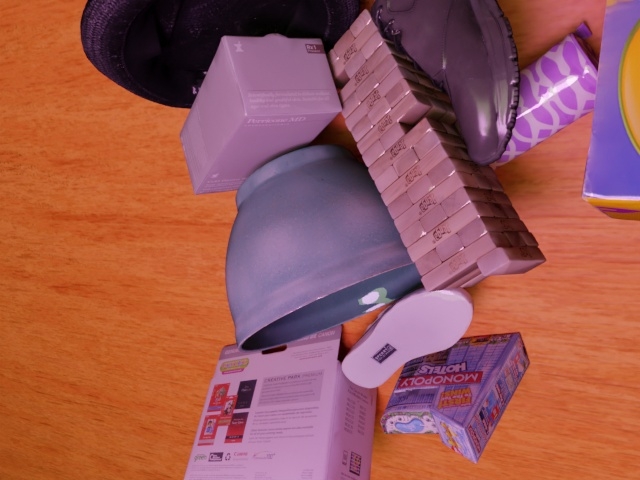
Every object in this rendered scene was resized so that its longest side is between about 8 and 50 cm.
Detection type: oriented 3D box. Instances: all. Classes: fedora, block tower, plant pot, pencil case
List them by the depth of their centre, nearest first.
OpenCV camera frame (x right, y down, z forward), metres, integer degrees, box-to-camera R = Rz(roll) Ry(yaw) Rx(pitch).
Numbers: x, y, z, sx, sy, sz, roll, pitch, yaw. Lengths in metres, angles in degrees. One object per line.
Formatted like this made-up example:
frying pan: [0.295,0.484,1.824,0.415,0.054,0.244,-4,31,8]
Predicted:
block tower: [0.108,-0.101,0.578,0.097,0.091,0.335,-41,62,37]
pencil case: [0.221,-0.144,0.601,0.086,0.088,0.206,28,136,-36]
fedora: [-0.121,-0.289,0.616,0.334,0.334,0.152,-18,77,33]
plant pot: [0.000,0.000,0.693,0.293,0.293,0.196,-35,70,36]

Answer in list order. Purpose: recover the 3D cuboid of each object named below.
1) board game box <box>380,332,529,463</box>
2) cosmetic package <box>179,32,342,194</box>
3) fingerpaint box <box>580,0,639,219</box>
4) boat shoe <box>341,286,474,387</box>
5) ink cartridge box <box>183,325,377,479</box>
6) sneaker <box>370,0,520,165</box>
board game box: [0.181,0.218,0.744,0.194,0.194,0.060,-13,109,32]
cosmetic package: [-0.087,-0.149,0.665,0.238,0.127,0.107,-28,75,62]
fingerpaint box: [0.376,-0.222,0.282,0.371,0.163,0.444,6,90,36]
boat shoe: [0.131,0.132,0.788,0.096,0.088,0.267,36,132,1]
ink cartridge box: [-0.064,0.314,0.934,0.309,0.272,0.130,-16,138,33]
sneaker: [0.121,-0.211,0.528,0.130,0.109,0.286,-13,86,15]
